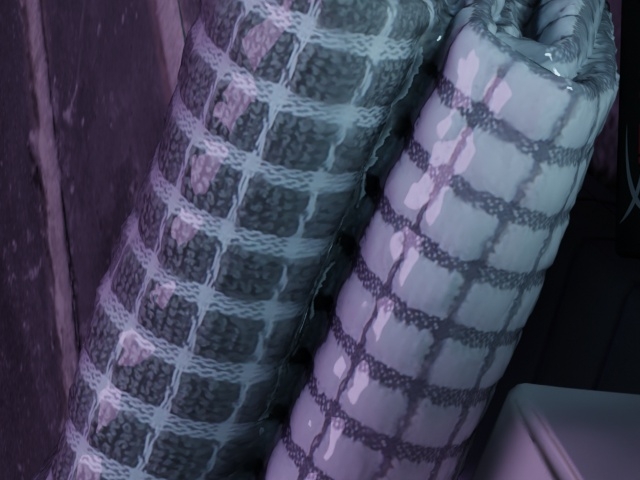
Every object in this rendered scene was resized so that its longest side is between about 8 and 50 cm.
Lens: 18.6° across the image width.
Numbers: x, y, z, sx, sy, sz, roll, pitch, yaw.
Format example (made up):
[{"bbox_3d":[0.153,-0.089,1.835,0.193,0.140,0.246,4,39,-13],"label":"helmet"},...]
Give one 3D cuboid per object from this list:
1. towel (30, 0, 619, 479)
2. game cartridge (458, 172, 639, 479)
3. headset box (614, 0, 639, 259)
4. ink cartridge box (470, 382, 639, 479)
[{"bbox_3d":[0.000,0.000,0.608,0.284,0.121,0.235,-65,-4,-70],"label":"towel"},{"bbox_3d":[0.073,0.162,0.750,0.230,0.068,0.355,46,126,55],"label":"game cartridge"},{"bbox_3d":[0.196,-0.107,0.469,0.293,0.110,0.218,168,105,-65],"label":"headset box"},{"bbox_3d":[0.112,0.182,0.521,0.168,0.171,0.233,-119,42,-52],"label":"ink cartridge box"}]
